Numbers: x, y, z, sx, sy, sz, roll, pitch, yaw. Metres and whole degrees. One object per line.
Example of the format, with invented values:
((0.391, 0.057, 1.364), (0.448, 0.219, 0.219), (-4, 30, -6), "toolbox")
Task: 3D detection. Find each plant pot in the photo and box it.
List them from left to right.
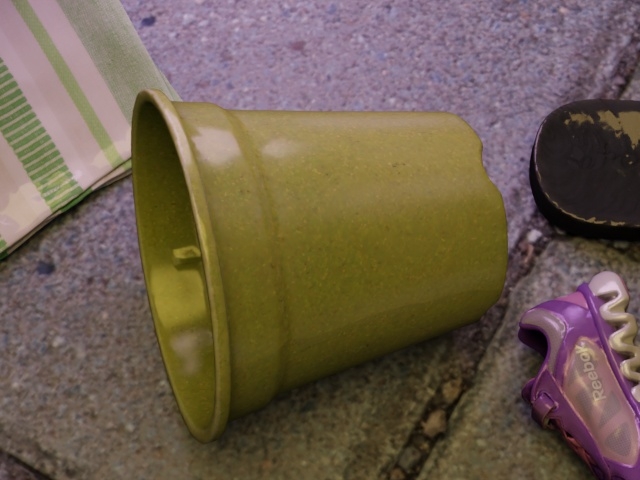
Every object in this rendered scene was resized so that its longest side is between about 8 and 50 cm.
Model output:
((0.000, 0.000, 0.902), (0.254, 0.276, 0.276), (-10, 68, -18), "plant pot")

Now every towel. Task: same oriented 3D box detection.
((-0.298, -0.110, 0.970), (0.325, 0.038, 0.248), (-36, 111, -15), "towel")

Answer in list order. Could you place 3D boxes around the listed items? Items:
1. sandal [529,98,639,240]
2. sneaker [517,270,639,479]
((0.416, -0.070, 1.000), (0.446, 0.107, 0.167), (-3, 68, -3), "sandal")
((0.224, 0.144, 0.922), (0.104, 0.095, 0.236), (-11, 62, 0), "sneaker")
